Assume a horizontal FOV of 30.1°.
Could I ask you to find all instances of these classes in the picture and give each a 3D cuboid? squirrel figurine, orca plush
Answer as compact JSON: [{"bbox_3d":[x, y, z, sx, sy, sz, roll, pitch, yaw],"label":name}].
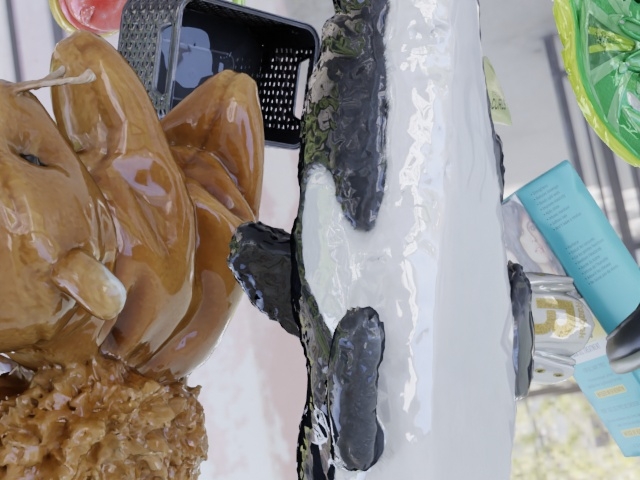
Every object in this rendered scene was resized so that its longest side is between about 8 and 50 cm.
[{"bbox_3d":[-0.180,0.056,0.810,0.281,0.397,0.370,-3,-178,0],"label":"squirrel figurine"},{"bbox_3d":[0.000,0.000,0.406,0.102,0.287,0.151,1,-156,28],"label":"orca plush"}]

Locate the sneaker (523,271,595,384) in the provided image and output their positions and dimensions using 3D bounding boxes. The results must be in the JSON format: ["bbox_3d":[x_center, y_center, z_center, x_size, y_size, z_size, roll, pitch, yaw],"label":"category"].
[{"bbox_3d":[0.114,0.040,0.843,0.169,0.108,0.292,2,169,3],"label":"sneaker"}]

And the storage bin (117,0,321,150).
[{"bbox_3d":[-0.094,-0.154,1.103,0.084,0.122,0.180,9,-177,42],"label":"storage bin"}]

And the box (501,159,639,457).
[{"bbox_3d":[0.232,0.060,1.000,0.060,0.244,0.100,-31,174,-19],"label":"box"}]

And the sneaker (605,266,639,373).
[{"bbox_3d":[0.263,0.006,0.863,0.083,0.118,0.222,-16,157,-34],"label":"sneaker"}]

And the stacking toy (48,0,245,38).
[{"bbox_3d":[-0.214,-0.413,1.659,0.279,0.309,0.130,12,-176,-18],"label":"stacking toy"}]

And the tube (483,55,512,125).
[{"bbox_3d":[0.174,-0.170,1.353,0.062,0.070,0.240,23,-165,19],"label":"tube"}]

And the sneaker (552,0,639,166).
[{"bbox_3d":[0.336,-0.223,1.327,0.123,0.296,0.109,-17,179,28],"label":"sneaker"}]
